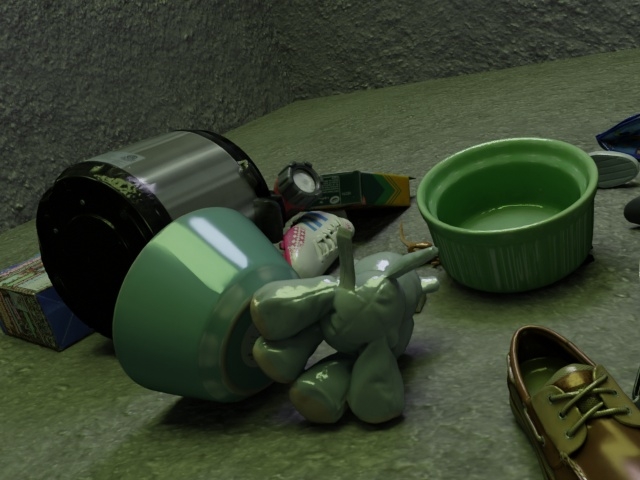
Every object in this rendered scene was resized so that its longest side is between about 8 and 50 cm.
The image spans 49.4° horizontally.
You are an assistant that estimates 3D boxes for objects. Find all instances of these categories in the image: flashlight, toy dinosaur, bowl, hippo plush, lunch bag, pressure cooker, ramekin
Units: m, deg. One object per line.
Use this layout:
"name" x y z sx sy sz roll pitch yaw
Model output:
"flashlight" -0.116 -0.069 1.601 0.304 0.103 0.103 -36 11 45
"toy dinosaur" 0.203 0.021 1.398 0.112 0.064 0.212 -15 25 -40
"bowl" -0.138 0.119 1.058 0.163 0.311 0.312 22 39 37
"hippo plush" 0.041 0.093 1.006 0.235 0.294 0.236 13 18 13
"lunch bag" 0.819 -0.264 1.638 0.221 0.138 0.293 -20 7 -10
"pressure cooker" -0.295 -0.032 1.411 0.375 0.370 0.420 -49 -7 36
"ramekin" 0.333 -0.044 1.228 0.304 0.148 0.303 -13 33 9

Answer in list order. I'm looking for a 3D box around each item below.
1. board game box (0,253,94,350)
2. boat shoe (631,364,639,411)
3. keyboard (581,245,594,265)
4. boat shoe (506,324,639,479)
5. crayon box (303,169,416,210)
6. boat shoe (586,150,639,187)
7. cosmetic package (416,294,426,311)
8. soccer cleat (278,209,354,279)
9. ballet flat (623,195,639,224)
"board game box" -0.593 0.118 1.599 0.291 0.141 0.232 4 27 44
"boat shoe" 0.456 0.120 0.829 0.127 0.113 0.340 37 48 9
"keyboard" 0.419 0.006 1.282 0.100 0.038 0.192 -21 21 -16
"boat shoe" 0.272 0.191 0.735 0.123 0.119 0.324 -22 18 -2
"crayon box" 0.088 -0.116 1.709 0.202 0.081 0.319 -4 0 32
"boat shoe" 0.596 -0.165 1.550 0.226 0.083 0.076 1 26 41
"cosmetic package" 0.125 0.100 1.238 0.115 0.041 0.060 -7 20 23
"soccer cleat" 0.000 0.000 1.499 0.143 0.116 0.331 -16 18 9
"ballet flat" 0.651 -0.058 1.234 0.203 0.074 0.074 -8 20 16
